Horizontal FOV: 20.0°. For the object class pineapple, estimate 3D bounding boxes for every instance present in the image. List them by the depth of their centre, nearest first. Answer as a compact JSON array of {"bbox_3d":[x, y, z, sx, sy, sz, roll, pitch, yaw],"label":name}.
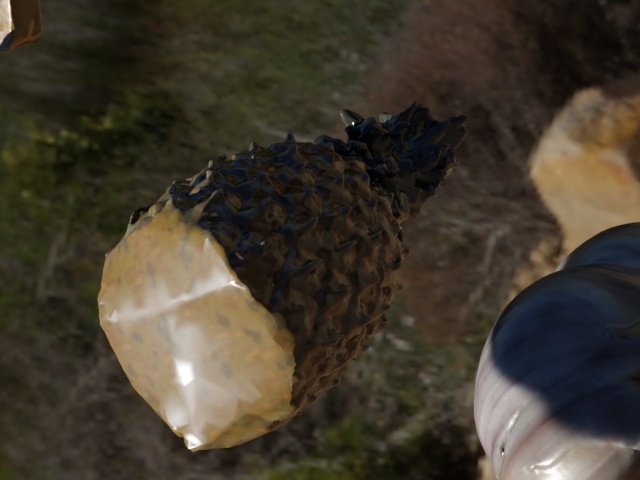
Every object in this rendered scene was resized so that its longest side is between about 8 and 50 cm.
[{"bbox_3d":[0.000,0.000,1.400,0.202,0.362,0.202,19,125,30],"label":"pineapple"}]

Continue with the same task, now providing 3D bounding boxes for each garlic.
[{"bbox_3d":[0.210,0.109,1.033,0.207,0.256,0.207,-20,48,23],"label":"garlic"}]

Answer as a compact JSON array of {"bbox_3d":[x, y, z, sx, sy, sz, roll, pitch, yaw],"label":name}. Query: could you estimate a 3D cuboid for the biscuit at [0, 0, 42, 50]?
[{"bbox_3d":[-0.219,-0.189,0.951,0.220,0.029,0.142,53,135,2],"label":"biscuit"}]
